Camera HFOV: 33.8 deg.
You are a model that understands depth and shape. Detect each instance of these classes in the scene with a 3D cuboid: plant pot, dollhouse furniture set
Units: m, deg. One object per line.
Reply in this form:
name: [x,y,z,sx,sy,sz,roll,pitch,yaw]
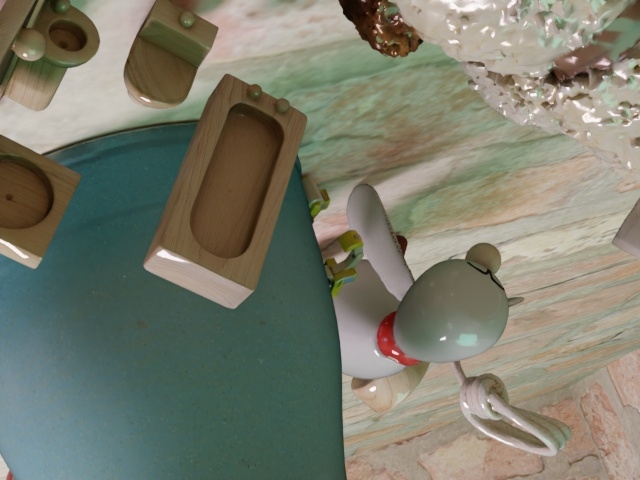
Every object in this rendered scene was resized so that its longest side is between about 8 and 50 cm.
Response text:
plant pot: [-0.104,0.098,0.716,0.272,0.255,0.271,-18,163,-6]
dollhouse furniture set: [-0.069,-0.059,0.467,0.151,0.144,0.123,27,143,-16]

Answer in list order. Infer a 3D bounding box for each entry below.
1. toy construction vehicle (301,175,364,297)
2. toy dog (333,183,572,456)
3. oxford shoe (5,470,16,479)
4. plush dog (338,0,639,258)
toy construction vehicle: [0.000,0.000,0.824,0.035,0.086,0.098,-12,148,-23]
toy dog: [0.079,0.045,0.906,0.220,0.161,0.334,43,158,-30]
oxford shoe: [-0.232,0.285,1.374,0.348,0.123,0.130,-12,167,-20]
plush dog: [0.128,-0.118,0.486,0.225,0.210,0.262,24,139,-28]
